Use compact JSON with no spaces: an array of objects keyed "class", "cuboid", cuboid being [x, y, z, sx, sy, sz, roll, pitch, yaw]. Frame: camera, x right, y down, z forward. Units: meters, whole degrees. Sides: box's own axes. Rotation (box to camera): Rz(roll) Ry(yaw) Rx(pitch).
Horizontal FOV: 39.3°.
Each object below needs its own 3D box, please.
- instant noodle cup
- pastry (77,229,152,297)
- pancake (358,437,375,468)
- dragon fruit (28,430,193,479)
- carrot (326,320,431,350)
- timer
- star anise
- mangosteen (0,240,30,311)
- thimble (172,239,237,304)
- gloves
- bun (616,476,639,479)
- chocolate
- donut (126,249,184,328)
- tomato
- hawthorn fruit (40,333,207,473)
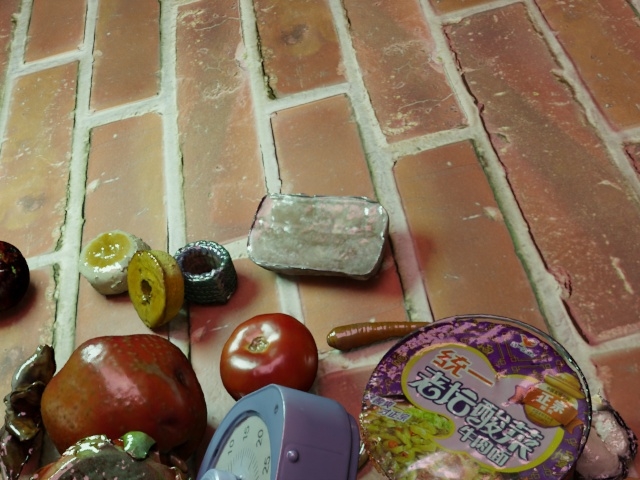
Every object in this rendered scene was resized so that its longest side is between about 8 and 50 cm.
[{"class":"instant noodle cup","cuboid":[0.243,0.324,1.376,0.340,0.266,0.340,-8,45,8]},{"class":"pastry","cuboid":[-0.453,0.050,1.981,0.166,0.088,0.166,-7,49,9]},{"class":"pancake","cuboid":[0.003,0.355,1.594,0.190,0.020,0.184,-8,45,9]},{"class":"dragon fruit","cuboid":[-0.339,0.436,1.379,0.268,0.130,0.295,38,58,2]},{"class":"carrot","cuboid":[0.119,0.175,1.719,0.216,0.048,0.048,-9,45,2]},{"class":"timer","cuboid":[-0.108,0.420,1.343,0.173,0.395,0.395,19,41,-22]},{"class":"star anise","cuboid":[-0.555,0.323,1.685,0.088,0.288,0.288,22,42,-22]},{"class":"mangosteen","cuboid":[-0.737,0.084,1.999,0.184,0.172,0.172,-26,32,44]},{"class":"thimble","cuboid":[-0.245,0.068,1.895,0.135,0.090,0.118,9,51,24]},{"class":"gloves","cuboid":[0.447,0.324,1.452,0.114,0.070,0.153,-12,51,-6]},{"class":"bun","cuboid":[0.458,0.482,1.231,0.299,0.165,0.299,-10,30,6]},{"class":"chocolate","cuboid":[0.000,0.000,1.881,0.303,0.100,0.185,4,59,24]},{"class":"donut","cuboid":[-0.336,0.095,1.852,0.065,0.162,0.178,-12,-8,-36]},{"class":"tomato","cuboid":[-0.094,0.229,1.660,0.195,0.136,0.195,-12,42,11]},{"class":"hawthorn fruit","cuboid":[-0.331,0.306,1.579,0.275,0.275,0.300,-38,63,-19]}]
